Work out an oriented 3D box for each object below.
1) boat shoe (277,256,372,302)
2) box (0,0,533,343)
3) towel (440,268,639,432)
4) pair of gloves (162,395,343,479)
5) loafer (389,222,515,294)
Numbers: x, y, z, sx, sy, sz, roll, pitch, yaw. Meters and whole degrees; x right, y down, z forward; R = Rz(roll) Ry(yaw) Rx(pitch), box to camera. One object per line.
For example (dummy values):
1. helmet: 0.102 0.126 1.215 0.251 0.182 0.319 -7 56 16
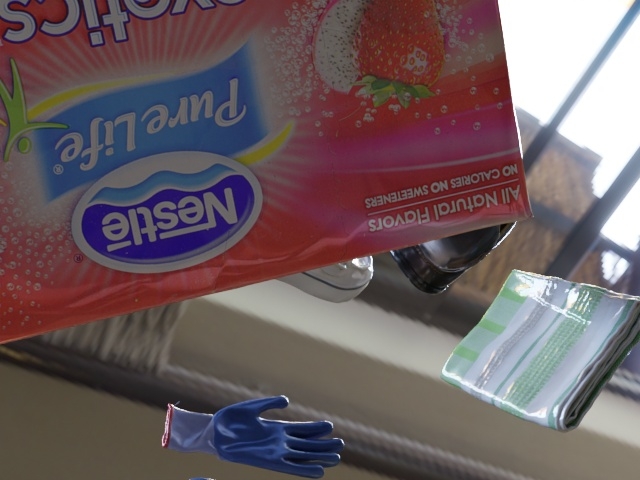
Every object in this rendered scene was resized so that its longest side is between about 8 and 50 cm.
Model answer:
1. boat shoe: 0.000 0.000 1.235 0.095 0.084 0.258 60 -160 20
2. box: -0.082 -0.051 0.516 0.300 0.154 0.142 -12 -171 -15
3. towel: 0.158 0.074 0.885 0.023 0.113 0.152 46 166 -26
4. pair of gloves: -0.055 0.197 0.994 0.159 0.023 0.198 11 -144 -13
5. loafer: 0.096 -0.009 0.859 0.062 0.061 0.170 55 -155 1
